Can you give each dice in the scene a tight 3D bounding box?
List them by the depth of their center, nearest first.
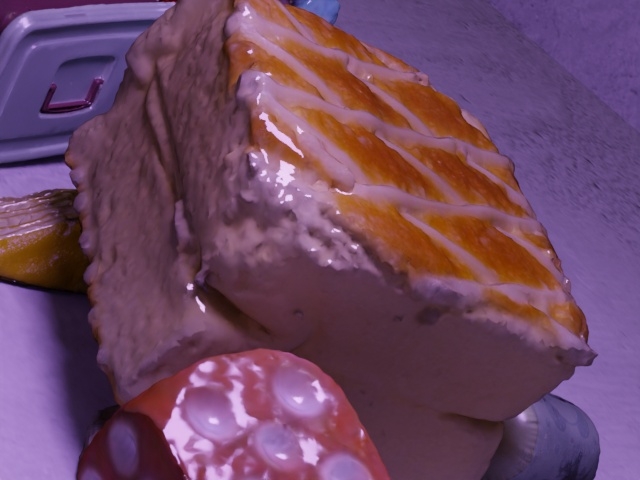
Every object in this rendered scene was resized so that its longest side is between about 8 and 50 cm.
[{"bbox_3d":[-0.066,0.197,1.251,0.179,0.174,0.175,-12,62,-39],"label":"dice"}]

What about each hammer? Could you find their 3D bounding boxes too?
[{"bbox_3d":[0.136,0.155,1.771,0.305,0.113,0.202,34,3,34],"label":"hammer"}]

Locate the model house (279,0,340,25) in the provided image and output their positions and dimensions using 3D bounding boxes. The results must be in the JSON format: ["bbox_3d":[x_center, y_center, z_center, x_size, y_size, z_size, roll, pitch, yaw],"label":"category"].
[{"bbox_3d":[-0.022,-0.117,1.841,0.280,0.249,0.230,44,0,-36],"label":"model house"}]

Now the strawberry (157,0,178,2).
[{"bbox_3d":[-0.192,-0.257,2.243,0.107,0.175,0.236,-10,-2,-16],"label":"strawberry"}]

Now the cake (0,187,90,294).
[{"bbox_3d":[-0.276,0.012,1.626,0.185,0.116,0.080,-22,44,-26],"label":"cake"}]

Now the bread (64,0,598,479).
[{"bbox_3d":[0.000,0.000,1.517,0.390,0.279,0.371,27,31,-33],"label":"bread"}]

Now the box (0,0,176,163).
[{"bbox_3d":[-0.307,-0.206,1.830,0.167,0.193,0.294,40,28,22],"label":"box"}]

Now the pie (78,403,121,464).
[{"bbox_3d":[-0.104,0.199,1.421,0.195,0.046,0.195,26,23,-12],"label":"pie"}]
